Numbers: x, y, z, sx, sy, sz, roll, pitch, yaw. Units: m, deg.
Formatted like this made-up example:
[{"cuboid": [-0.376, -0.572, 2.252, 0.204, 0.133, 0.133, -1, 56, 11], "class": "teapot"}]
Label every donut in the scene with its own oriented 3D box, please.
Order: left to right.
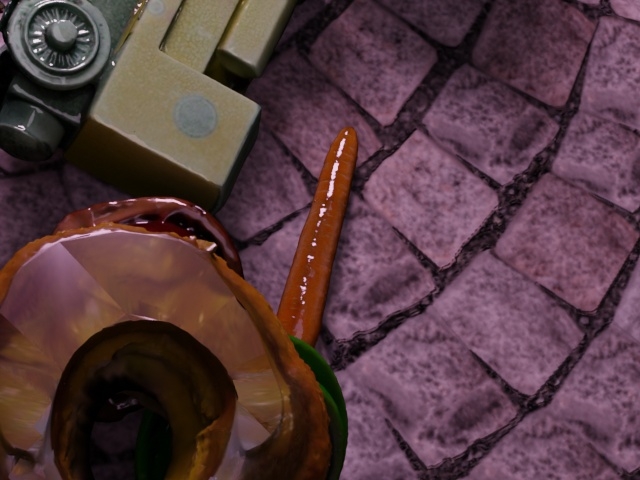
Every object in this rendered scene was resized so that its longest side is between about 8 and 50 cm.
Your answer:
[{"cuboid": [-0.138, 0.148, 1.134, 0.330, 0.160, 0.330, 8, 68, -21], "class": "donut"}]

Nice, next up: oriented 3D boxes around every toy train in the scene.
[{"cuboid": [-0.142, -0.214, 1.432, 0.253, 0.160, 0.397, 28, 66, -11], "class": "toy train"}]

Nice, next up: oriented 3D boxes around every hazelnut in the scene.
[{"cuboid": [-0.168, 0.060, 1.316, 0.170, 0.160, 0.201, 37, 54, 1], "class": "hazelnut"}]

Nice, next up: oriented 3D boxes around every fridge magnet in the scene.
[{"cuboid": [-0.060, 0.177, 1.310, 0.208, 0.088, 0.208, -7, 102, -32], "class": "fridge magnet"}]

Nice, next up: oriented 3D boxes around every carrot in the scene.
[{"cuboid": [0.000, 0.000, 1.447, 0.043, 0.043, 0.248, 19, 64, -7], "class": "carrot"}]

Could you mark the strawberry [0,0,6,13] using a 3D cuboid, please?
[{"cuboid": [-0.361, -0.180, 1.382, 0.192, 0.140, 0.085, -51, 127, -32], "class": "strawberry"}]
